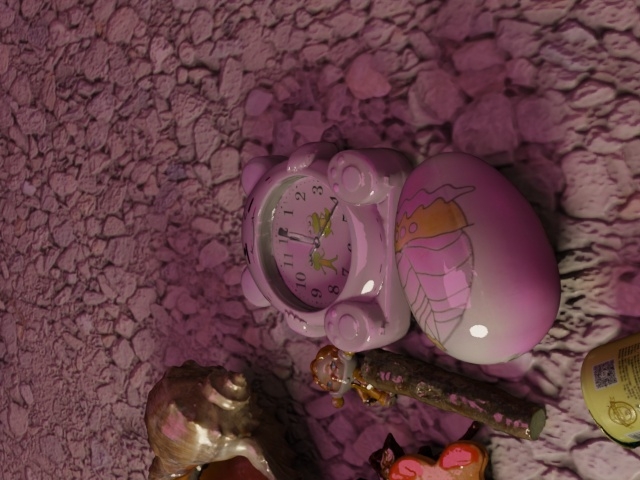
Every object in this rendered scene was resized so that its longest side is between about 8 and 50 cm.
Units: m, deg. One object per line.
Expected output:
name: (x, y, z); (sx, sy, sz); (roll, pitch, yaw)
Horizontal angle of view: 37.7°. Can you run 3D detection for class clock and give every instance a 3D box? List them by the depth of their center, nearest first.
clock: (0.000, 0.000, 1.409); (0.322, 0.113, 0.295); (10, 103, 46)

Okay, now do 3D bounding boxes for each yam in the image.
yam: (0.176, 0.207, 1.282); (0.274, 0.061, 0.061); (14, 105, 40)

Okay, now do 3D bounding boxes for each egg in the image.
egg: (0.186, 0.019, 1.159); (0.196, 0.196, 0.271); (-27, 82, 44)

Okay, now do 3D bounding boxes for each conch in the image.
conch: (-0.156, 0.346, 1.561); (0.297, 0.210, 0.352); (35, 140, 12)

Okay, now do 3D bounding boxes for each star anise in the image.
star anise: (0.130, 0.340, 1.352); (0.177, 0.073, 0.233); (18, 101, 34)

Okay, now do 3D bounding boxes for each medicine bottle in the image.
medicine bottle: (0.406, 0.136, 1.005); (0.239, 0.124, 0.124); (-32, 72, 42)

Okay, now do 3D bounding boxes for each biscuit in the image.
biscuit: (0.199, 0.396, 1.270); (0.165, 0.036, 0.250); (-24, 88, 26)

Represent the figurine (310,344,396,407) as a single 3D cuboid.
figurine: (0.051, 0.202, 1.422); (0.143, 0.068, 0.101); (-6, 95, 34)
